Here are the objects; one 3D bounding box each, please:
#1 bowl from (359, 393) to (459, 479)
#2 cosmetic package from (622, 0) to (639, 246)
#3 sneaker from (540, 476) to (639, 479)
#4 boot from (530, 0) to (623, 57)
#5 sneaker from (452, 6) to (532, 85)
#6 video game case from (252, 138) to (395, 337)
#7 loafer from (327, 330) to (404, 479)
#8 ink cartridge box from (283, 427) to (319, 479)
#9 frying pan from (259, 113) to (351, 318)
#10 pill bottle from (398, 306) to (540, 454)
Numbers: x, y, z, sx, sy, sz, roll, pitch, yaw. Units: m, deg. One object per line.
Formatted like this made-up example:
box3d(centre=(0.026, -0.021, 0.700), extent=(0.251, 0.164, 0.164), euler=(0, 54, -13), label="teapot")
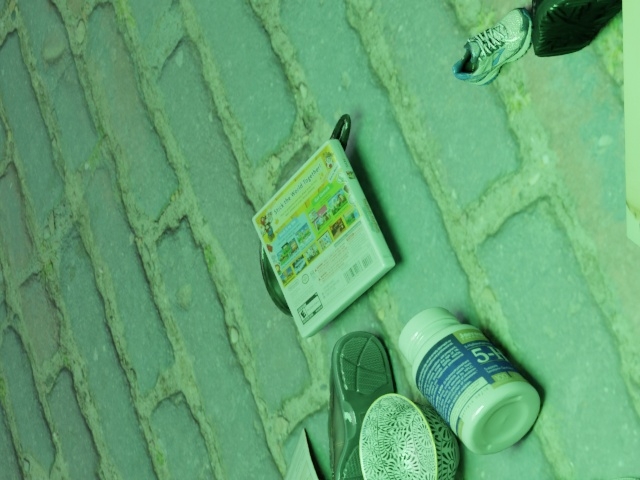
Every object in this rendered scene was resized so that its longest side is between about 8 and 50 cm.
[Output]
box3d(centre=(0.132, 0.285, 1.998), extent=(0.170, 0.080, 0.170), euler=(6, 98, 55), label="bowl")
box3d(centre=(0.386, -0.122, 1.474), extent=(0.160, 0.113, 0.309), euler=(-135, 34, -57), label="cosmetic package")
box3d(centre=(0.326, 0.345, 1.734), extent=(0.240, 0.091, 0.126), euler=(-5, 107, 55), label="sneaker")
box3d(centre=(0.267, -0.336, 1.687), extent=(0.246, 0.094, 0.207), euler=(98, 162, -82), label="boot")
box3d(centre=(0.213, -0.239, 1.865), extent=(0.135, 0.058, 0.052), euler=(-51, 52, 43), label="sneaker")
box3d(centre=(0.000, 0.000, 2.147), extent=(0.227, 0.026, 0.206), euler=(-44, 63, 46), label="video game case")
box3d(centre=(0.061, 0.282, 2.104), extent=(0.095, 0.109, 0.302), euler=(134, 133, -70), label="loafer")
box3d(centre=(0.011, 0.516, 2.221), extent=(0.385, 0.091, 0.308), euler=(-113, 36, -55), label="ink cartridge box")
box3d(centre=(-0.019, -0.044, 2.223), extent=(0.197, 0.053, 0.326), euler=(24, 110, 51), label="frying pan")
box3d(centre=(0.181, 0.171, 1.890), extent=(0.186, 0.112, 0.112), euler=(49, 130, 42), label="pill bottle")
